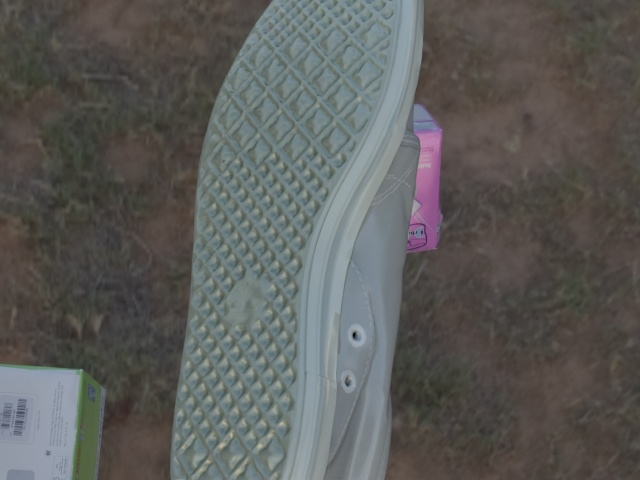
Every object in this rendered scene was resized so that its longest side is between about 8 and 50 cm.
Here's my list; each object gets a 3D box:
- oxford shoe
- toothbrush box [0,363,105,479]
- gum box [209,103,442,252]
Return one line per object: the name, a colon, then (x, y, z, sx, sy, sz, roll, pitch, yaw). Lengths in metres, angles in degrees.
oxford shoe: (0.000, 0.000, 0.929, 0.130, 0.169, 0.449, 26, 67, -46)
toothbrush box: (-0.336, 0.264, 1.562, 0.122, 0.283, 0.206, 4, 79, -2)
gum box: (0.008, -0.046, 1.052, 0.188, 0.107, 0.062, -5, 28, -11)
